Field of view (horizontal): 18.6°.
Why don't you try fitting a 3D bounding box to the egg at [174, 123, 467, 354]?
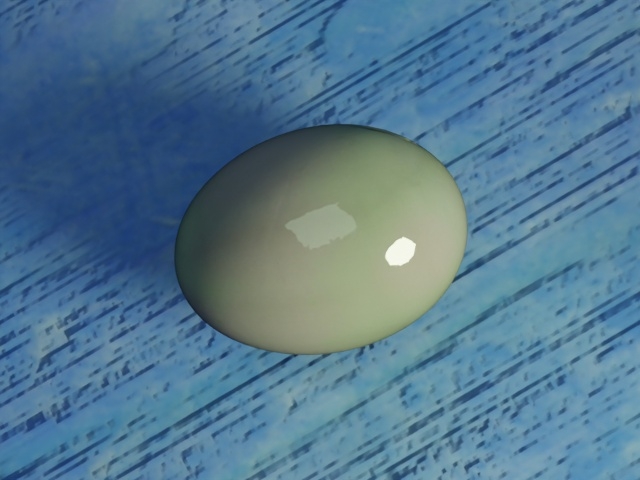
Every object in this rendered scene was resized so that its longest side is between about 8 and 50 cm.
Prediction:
[{"bbox_3d":[0.000,0.000,0.885,0.135,0.103,0.103,-13,73,9],"label":"egg"}]
